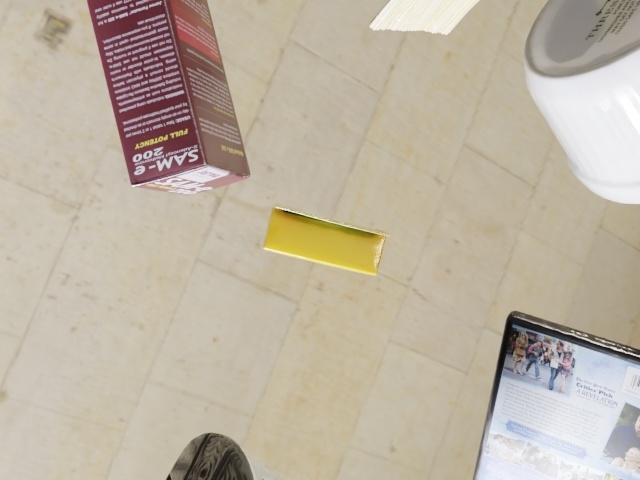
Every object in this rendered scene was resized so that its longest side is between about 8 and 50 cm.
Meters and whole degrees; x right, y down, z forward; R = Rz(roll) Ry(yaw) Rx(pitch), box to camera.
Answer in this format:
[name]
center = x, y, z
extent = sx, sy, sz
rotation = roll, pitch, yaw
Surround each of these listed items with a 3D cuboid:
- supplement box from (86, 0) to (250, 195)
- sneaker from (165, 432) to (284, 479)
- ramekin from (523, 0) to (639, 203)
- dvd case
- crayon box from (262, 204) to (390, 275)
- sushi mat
[supplement box]
center = -0.138, -0.166, 0.737
extent = 0.073, 0.130, 0.239
rotation = -15, -93, 11
[sneaker]
center = -0.007, 0.351, 0.875
extent = 0.447, 0.257, 0.169
rotation = 2, -118, 60
[ramekin]
center = 0.295, -0.171, 0.695
extent = 0.273, 0.127, 0.273
rotation = -38, -154, 22
[dvd case]
center = 0.269, 0.209, 0.903
extent = 0.022, 0.180, 0.253
rotation = -41, 142, -51
[crayon box]
center = 0.000, 0.000, 1.495
extent = 0.318, 0.202, 0.081
rotation = 169, -65, -87
[sushi mat]
center = 0.197, -0.364, 1.093
extent = 0.316, 0.151, 0.019
rotation = -38, -119, 59
